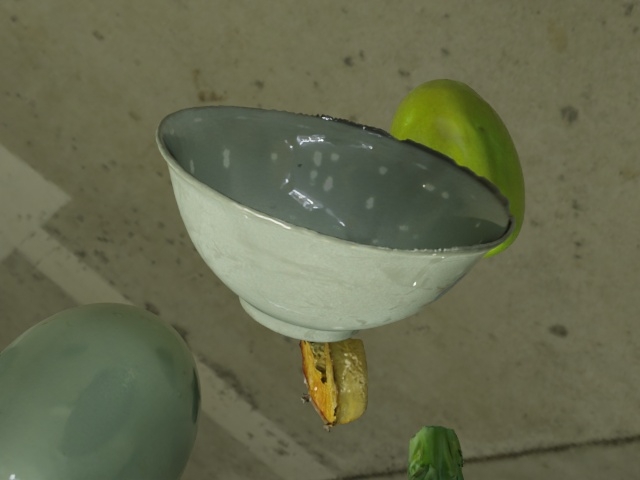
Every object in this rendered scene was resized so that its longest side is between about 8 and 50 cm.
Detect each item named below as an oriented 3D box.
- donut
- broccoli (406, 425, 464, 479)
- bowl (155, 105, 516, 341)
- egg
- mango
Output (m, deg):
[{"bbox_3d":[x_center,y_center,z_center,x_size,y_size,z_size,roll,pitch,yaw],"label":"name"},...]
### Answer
[{"bbox_3d":[0.023,0.195,1.347,0.181,0.078,0.146,-171,75,-73],"label":"donut"},{"bbox_3d":[0.108,0.263,0.856,0.194,0.194,0.219,25,140,12],"label":"broccoli"},{"bbox_3d":[0.000,0.000,0.813,0.313,0.313,0.146,20,112,17],"label":"bowl"},{"bbox_3d":[-0.253,0.205,0.951,0.230,0.371,0.230,7,118,13],"label":"egg"},{"bbox_3d":[0.195,-0.097,1.289,0.149,0.185,0.273,-38,65,34],"label":"mango"}]
